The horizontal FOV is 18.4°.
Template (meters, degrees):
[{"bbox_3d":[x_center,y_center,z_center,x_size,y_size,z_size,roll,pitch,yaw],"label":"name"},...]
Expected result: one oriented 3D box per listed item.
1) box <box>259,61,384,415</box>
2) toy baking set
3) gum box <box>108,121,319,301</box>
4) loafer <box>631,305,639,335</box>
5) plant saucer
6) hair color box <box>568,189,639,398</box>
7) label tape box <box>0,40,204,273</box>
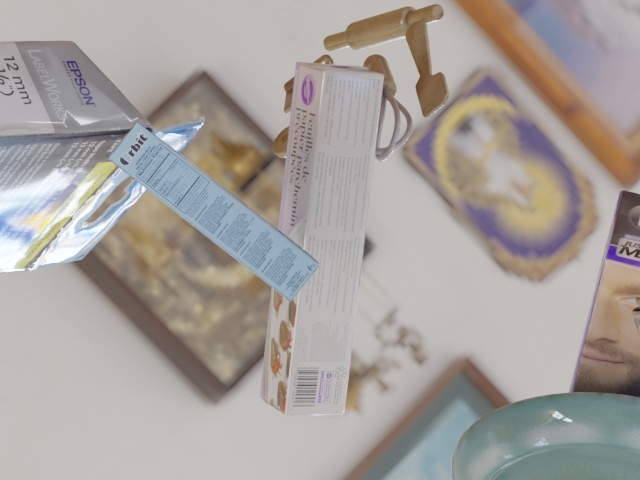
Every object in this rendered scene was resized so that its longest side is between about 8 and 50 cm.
[{"bbox_3d":[0.000,0.000,1.815,0.063,0.067,0.324,25,-68,62],"label":"box"},{"bbox_3d":[0.050,-0.147,1.919,0.256,0.030,0.197,-15,-133,44],"label":"toy baking set"},{"bbox_3d":[-0.084,-0.022,1.626,0.041,0.184,0.157,-51,-179,0],"label":"gum box"},{"bbox_3d":[0.318,0.057,1.799,0.045,0.039,0.125,-26,164,-27],"label":"loafer"},{"bbox_3d":[0.290,0.265,2.042,0.317,0.317,0.044,-39,-150,43],"label":"plant saucer"},{"bbox_3d":[0.361,0.114,2.024,0.339,0.185,0.110,95,12,-47],"label":"hair color box"},{"bbox_3d":[-0.314,-0.070,1.804,0.347,0.115,0.249,-9,154,-45],"label":"label tape box"}]
